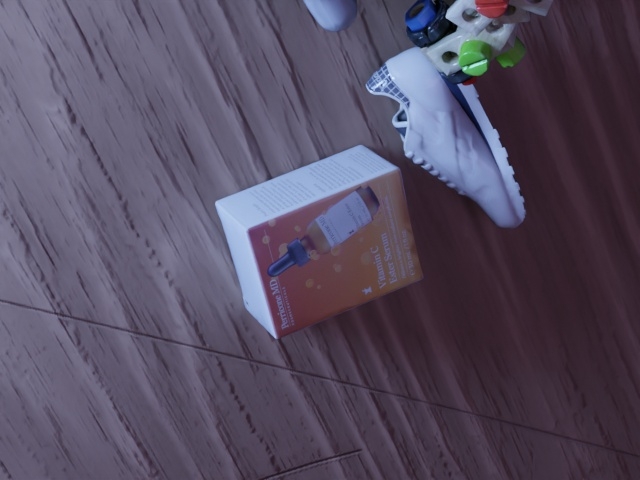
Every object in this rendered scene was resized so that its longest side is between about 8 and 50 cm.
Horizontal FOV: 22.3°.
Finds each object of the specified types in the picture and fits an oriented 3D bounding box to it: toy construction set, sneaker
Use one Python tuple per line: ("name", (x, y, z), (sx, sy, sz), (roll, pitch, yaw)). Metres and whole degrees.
("toy construction set", (0.186, -0.265, 1.528), (0.151, 0.215, 0.327), (54, 38, -16))
("sneaker", (0.135, -0.100, 1.679), (0.095, 0.090, 0.235), (-31, 116, 3))

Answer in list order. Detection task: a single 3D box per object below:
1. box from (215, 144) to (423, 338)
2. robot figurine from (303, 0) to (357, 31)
("box", (0.000, 0.000, 1.639), (0.171, 0.091, 0.130), (-23, 117, -16))
("robot figurine", (-0.036, -0.357, 1.425), (0.300, 0.199, 0.353), (-29, 120, 13))
